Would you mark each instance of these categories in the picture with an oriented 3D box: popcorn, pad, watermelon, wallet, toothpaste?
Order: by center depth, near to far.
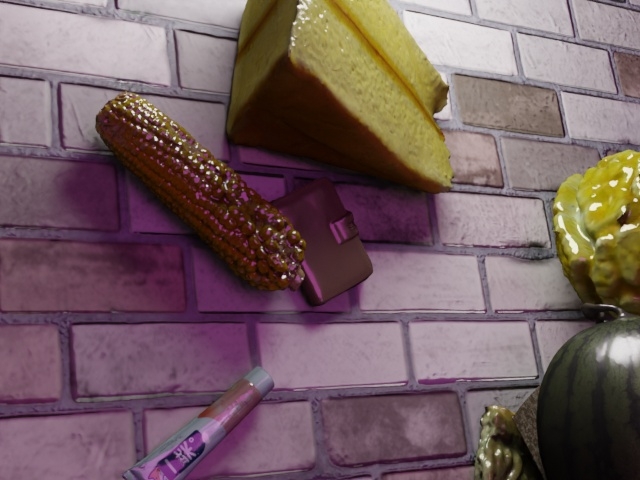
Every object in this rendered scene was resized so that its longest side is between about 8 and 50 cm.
[{"bbox_3d":[-0.134,0.223,1.079,0.205,0.036,0.056,-40,94,-31],"label":"toothpaste"},{"bbox_3d":[0.424,0.252,1.212,0.278,0.279,0.359,-10,86,-33],"label":"watermelon"},{"bbox_3d":[0.000,0.000,1.236,0.118,0.039,0.153,-26,89,-31],"label":"wallet"},{"bbox_3d":[0.355,0.322,1.327,0.158,0.003,0.235,-26,87,-53],"label":"pad"},{"bbox_3d":[0.483,0.001,1.394,0.247,0.282,0.282,53,54,-24],"label":"popcorn"}]

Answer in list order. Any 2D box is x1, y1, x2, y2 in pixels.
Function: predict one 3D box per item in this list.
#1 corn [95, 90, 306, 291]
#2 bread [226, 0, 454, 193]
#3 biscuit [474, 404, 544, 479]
[{"bbox_3d":[-0.140,-0.055,1.141,0.320,0.097,0.097,43,57,-10],"label":"corn"},{"bbox_3d":[0.078,-0.224,1.247,0.361,0.245,0.233,16,65,-22],"label":"bread"},{"bbox_3d":[0.276,0.373,1.269,0.187,0.036,0.274,26,60,-26],"label":"biscuit"}]
